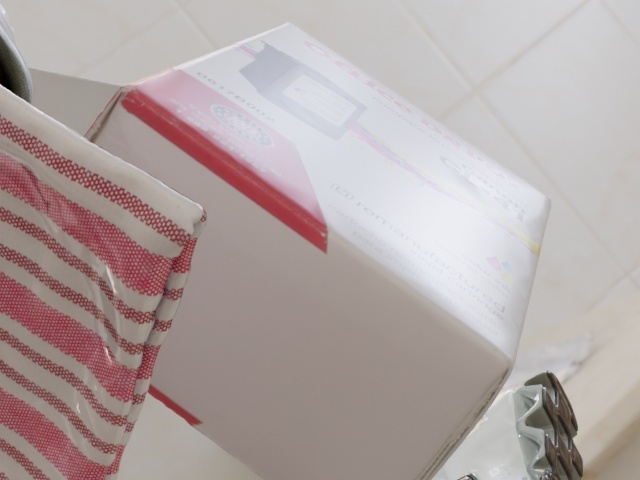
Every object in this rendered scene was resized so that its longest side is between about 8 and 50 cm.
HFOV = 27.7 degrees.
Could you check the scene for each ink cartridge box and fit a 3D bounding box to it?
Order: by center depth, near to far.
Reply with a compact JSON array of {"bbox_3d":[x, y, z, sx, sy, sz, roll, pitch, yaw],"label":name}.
[{"bbox_3d":[0.000,0.000,0.731,0.131,0.226,0.306,-56,-2,21],"label":"ink cartridge box"}]

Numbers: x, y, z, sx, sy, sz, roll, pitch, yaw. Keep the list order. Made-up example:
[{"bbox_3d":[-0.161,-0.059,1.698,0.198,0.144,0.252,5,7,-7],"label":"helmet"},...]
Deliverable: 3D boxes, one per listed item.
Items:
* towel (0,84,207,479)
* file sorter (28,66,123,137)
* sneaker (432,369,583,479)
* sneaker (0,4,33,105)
[{"bbox_3d":[-0.130,0.030,0.475,0.029,0.144,0.197,-53,-11,-54],"label":"towel"},{"bbox_3d":[-0.283,-0.082,1.535,0.278,0.192,0.173,9,-4,-23],"label":"file sorter"},{"bbox_3d":[0.142,0.244,1.090,0.146,0.122,0.330,-20,20,19],"label":"sneaker"},{"bbox_3d":[-0.261,-0.152,0.732,0.100,0.108,0.271,-50,-46,1],"label":"sneaker"}]
